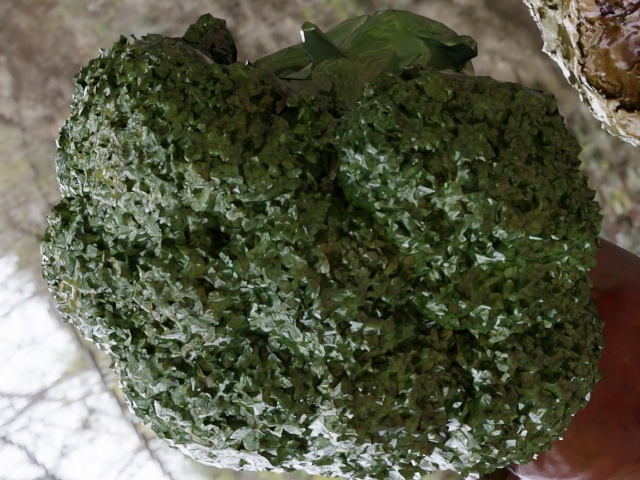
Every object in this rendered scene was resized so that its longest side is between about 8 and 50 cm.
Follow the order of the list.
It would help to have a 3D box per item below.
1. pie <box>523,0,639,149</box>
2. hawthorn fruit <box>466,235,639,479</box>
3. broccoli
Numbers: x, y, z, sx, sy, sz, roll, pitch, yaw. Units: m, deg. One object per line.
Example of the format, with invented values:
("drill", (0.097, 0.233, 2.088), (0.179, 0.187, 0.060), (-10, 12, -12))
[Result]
("pie", (0.329, -0.176, 1.404), (0.308, 0.308, 0.085), (46, -144, -27))
("hawthorn fruit", (0.236, 0.147, 1.615), (0.265, 0.265, 0.307), (53, -135, -18))
("broccoli", (0.006, 0.005, 1.007), (0.310, 0.413, 0.321), (-24, -77, -38))
